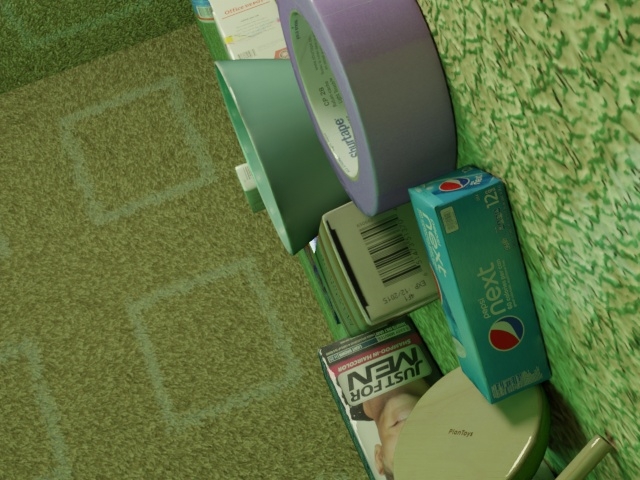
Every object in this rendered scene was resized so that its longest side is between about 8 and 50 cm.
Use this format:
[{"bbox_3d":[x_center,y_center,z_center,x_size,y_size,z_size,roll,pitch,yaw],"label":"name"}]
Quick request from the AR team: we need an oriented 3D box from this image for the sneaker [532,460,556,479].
[{"bbox_3d":[0.225,0.290,0.782,0.212,0.094,0.080,-175,65,-83],"label":"sneaker"}]

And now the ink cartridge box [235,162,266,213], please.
[{"bbox_3d":[-0.059,-0.122,1.397,0.224,0.181,0.056,111,138,-84],"label":"ink cartridge box"}]

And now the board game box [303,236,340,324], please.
[{"bbox_3d":[0.000,0.000,1.788,0.233,0.078,0.347,80,167,-63],"label":"board game box"}]

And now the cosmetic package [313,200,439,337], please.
[{"bbox_3d":[0.077,0.037,1.012,0.296,0.129,0.153,97,149,-79],"label":"cosmetic package"}]

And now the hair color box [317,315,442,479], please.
[{"bbox_3d":[0.138,0.302,1.201,0.105,0.174,0.347,77,168,-50],"label":"hair color box"}]

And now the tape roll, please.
[{"bbox_3d":[0.043,-0.167,0.791,0.275,0.090,0.275,159,90,-84],"label":"tape roll"}]

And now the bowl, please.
[{"bbox_3d":[-0.030,-0.148,1.134,0.311,0.163,0.311,159,90,-83],"label":"bowl"}]

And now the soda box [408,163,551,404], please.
[{"bbox_3d":[0.149,0.042,0.696,0.071,0.067,0.210,-128,17,-68],"label":"soda box"}]

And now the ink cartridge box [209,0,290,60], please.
[{"bbox_3d":[-0.120,-0.372,1.357,0.067,0.115,0.198,90,158,-75],"label":"ink cartridge box"}]

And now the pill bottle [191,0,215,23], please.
[{"bbox_3d":[-0.237,-0.586,1.578,0.124,0.124,0.221,-120,11,-51],"label":"pill bottle"}]

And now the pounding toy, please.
[{"bbox_3d":[0.186,0.231,0.743,0.110,0.183,0.237,43,180,-22],"label":"pounding toy"}]
